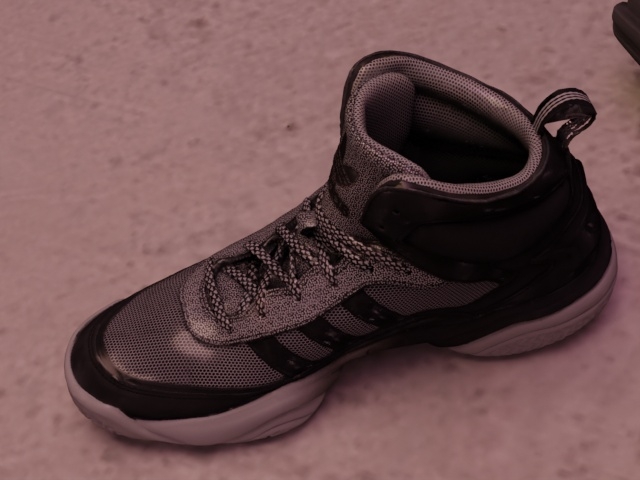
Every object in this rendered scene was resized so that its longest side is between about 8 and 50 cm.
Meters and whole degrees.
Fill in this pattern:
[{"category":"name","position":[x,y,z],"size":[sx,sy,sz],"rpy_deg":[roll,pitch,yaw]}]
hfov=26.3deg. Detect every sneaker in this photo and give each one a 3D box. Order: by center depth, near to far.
[{"category":"sneaker","position":[0.000,0.000,0.614],"size":[0.268,0.153,0.101],"rpy_deg":[-15,52,0]}]

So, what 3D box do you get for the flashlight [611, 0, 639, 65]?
[{"category":"flashlight","position":[0.258,-0.036,0.621],"size":[0.103,0.103,0.304],"rpy_deg":[-27,52,-9]}]
